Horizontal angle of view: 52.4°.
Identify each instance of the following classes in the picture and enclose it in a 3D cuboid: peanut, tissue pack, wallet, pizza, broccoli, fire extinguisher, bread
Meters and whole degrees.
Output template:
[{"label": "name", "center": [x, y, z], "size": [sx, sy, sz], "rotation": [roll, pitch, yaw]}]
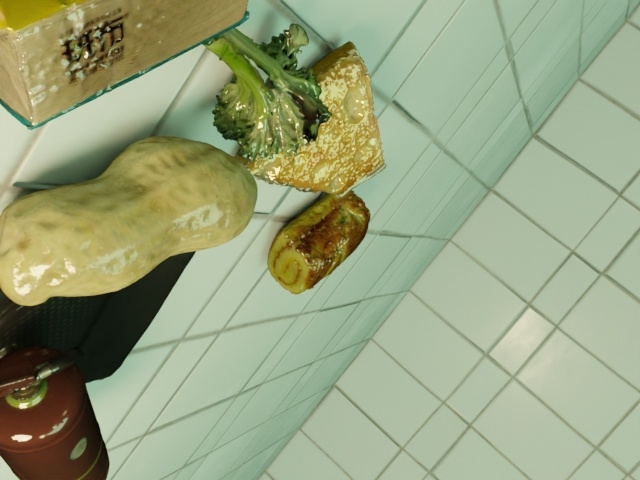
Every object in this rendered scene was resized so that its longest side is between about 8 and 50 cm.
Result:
[{"label": "peanut", "center": [-0.171, -0.026, 0.594], "size": [0.256, 0.123, 0.124], "rotation": [-23, 150, -40]}, {"label": "tissue pack", "center": [-0.135, -0.158, 0.379], "size": [0.169, 0.120, 0.082], "rotation": [-38, 159, -29]}, {"label": "wallet", "center": [-0.276, 0.095, 0.712], "size": [0.247, 0.041, 0.323], "rotation": [-53, 165, 17]}, {"label": "pizza", "center": [-0.017, -0.129, 0.834], "size": [0.204, 0.080, 0.188], "rotation": [-37, 138, -9]}, {"label": "broccoli", "center": [-0.071, -0.160, 0.603], "size": [0.122, 0.118, 0.204], "rotation": [-28, 149, 12]}, {"label": "fire extinguisher", "center": [-0.288, 0.193, 0.652], "size": [0.141, 0.105, 0.341], "rotation": [-31, 158, -27]}, {"label": "bread", "center": [0.000, 0.000, 1.087], "size": [0.172, 0.103, 0.132], "rotation": [-40, 164, -36]}]
